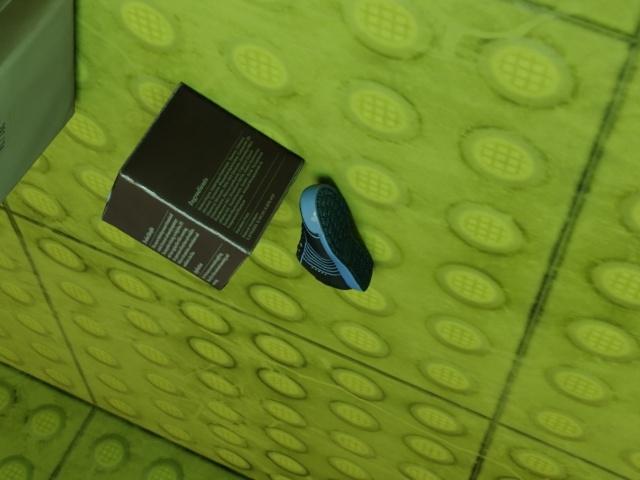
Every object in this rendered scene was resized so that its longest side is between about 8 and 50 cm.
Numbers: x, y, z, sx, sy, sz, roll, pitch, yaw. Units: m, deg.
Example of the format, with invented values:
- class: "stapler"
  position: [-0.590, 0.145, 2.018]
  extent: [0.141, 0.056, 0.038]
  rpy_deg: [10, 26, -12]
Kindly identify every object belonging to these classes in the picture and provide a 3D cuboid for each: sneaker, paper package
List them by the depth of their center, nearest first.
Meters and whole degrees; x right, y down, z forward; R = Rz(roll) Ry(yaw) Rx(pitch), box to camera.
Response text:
- class: "paper package"
  position: [-0.468, -0.189, 1.455]
  extent: [0.168, 0.309, 0.325]
  rpy_deg: [32, 152, 4]
- class: "sneaker"
  position: [0.000, 0.000, 1.589]
  extent: [0.090, 0.081, 0.232]
  rpy_deg: [5, 146, 25]

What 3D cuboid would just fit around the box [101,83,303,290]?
- class: "box"
  position: [-0.164, -0.069, 1.532]
  extent: [0.203, 0.167, 0.168]
  rpy_deg: [32, 153, -6]
